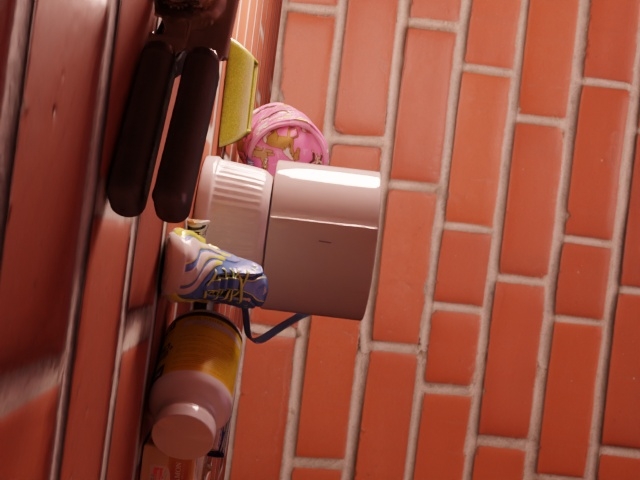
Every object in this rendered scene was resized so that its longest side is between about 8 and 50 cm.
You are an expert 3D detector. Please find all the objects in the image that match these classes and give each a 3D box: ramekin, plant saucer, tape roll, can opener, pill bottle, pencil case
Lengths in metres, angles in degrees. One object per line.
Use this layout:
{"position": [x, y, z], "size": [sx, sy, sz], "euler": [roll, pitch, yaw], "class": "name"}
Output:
{"position": [-0.135, -0.024, 1.540], "size": [0.207, 0.109, 0.207], "euler": [-173, -90, -89], "class": "ramekin"}
{"position": [-0.144, -0.259, 1.768], "size": [0.188, 0.045, 0.188], "euler": [-94, -169, -83], "class": "plant saucer"}
{"position": [0.000, 0.000, 1.591], "size": [0.246, 0.169, 0.246], "euler": [-173, -90, -88], "class": "tape roll"}
{"position": [-0.125, -0.130, 0.880], "size": [0.095, 0.076, 0.283], "euler": [98, 0, -60], "class": "can opener"}
{"position": [-0.155, 0.177, 1.220], "size": [0.184, 0.103, 0.103], "euler": [-85, -178, -56], "class": "pill bottle"}
{"position": [-0.081, -0.178, 1.957], "size": [0.160, 0.167, 0.386], "euler": [58, 1, -15], "class": "pencil case"}

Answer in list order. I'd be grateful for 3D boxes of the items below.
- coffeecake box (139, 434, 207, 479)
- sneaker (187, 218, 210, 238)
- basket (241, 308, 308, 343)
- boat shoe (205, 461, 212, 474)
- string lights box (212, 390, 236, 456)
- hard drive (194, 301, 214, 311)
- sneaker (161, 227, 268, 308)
{"position": [-0.191, 0.312, 1.283], "size": [0.185, 0.068, 0.142], "euler": [-92, -170, -86], "class": "coffeecake box"}
{"position": [-0.172, -0.011, 1.386], "size": [0.083, 0.032, 0.037], "euler": [114, -17, -88], "class": "sneaker"}
{"position": [-0.062, 0.047, 2.026], "size": [0.201, 0.255, 0.289], "euler": [25, -46, 48], "class": "basket"}
{"position": [-0.194, 0.332, 1.440], "size": [0.068, 0.072, 0.190], "euler": [104, -7, -78], "class": "boat shoe"}
{"position": [-0.190, 0.283, 1.625], "size": [0.259, 0.077, 0.133], "euler": [101, -3, -75], "class": "string lights box"}
{"position": [-0.201, 0.137, 1.678], "size": [0.135, 0.022, 0.094], "euler": [109, -12, -83], "class": "hard drive"}
{"position": [-0.127, 0.038, 1.233], "size": [0.240, 0.126, 0.091], "euler": [119, -23, -86], "class": "sneaker"}
